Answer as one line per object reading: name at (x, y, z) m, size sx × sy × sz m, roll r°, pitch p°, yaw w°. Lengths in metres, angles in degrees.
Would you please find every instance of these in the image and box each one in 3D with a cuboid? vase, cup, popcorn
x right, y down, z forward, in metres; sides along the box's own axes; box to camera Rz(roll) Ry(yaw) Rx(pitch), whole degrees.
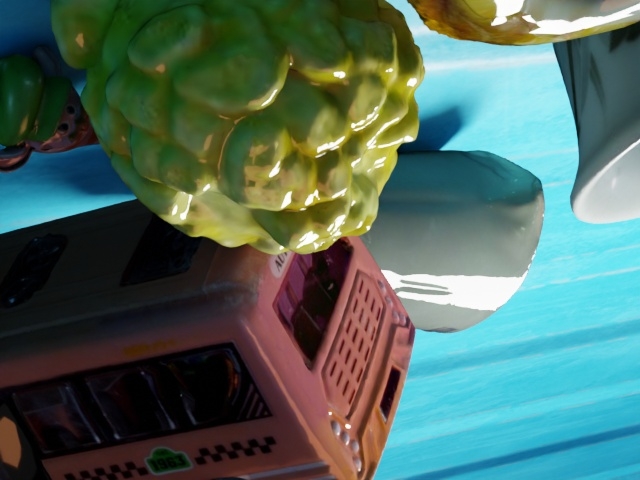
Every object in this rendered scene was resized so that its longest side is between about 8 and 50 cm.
vase at (0.000, 0.000, 1.444) m, size 0.301 × 0.156 × 0.251 m, roll 3°, pitch 154°, yaw -35°
cup at (0.304, -0.161, 1.257) m, size 0.347 × 0.163 × 0.347 m, roll -23°, pitch 165°, yaw -6°
popcorn at (-0.046, -0.098, 1.080) m, size 0.181 × 0.217 × 0.235 m, roll -64°, pitch 169°, yaw 21°

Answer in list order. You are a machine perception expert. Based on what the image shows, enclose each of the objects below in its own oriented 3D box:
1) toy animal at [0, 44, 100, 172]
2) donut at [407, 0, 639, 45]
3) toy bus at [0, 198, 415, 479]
toy animal at (-0.134, -0.087, 1.197) m, size 0.208 × 0.100 × 0.103 m, roll -9°, pitch -165°, yaw -35°
donut at (0.156, -0.225, 1.001) m, size 0.330 × 0.160 × 0.330 m, roll -24°, pitch 161°, yaw -9°
toy bus at (-0.165, 0.100, 1.278) m, size 0.427 × 0.203 × 0.233 m, roll -13°, pitch 123°, yaw 26°
